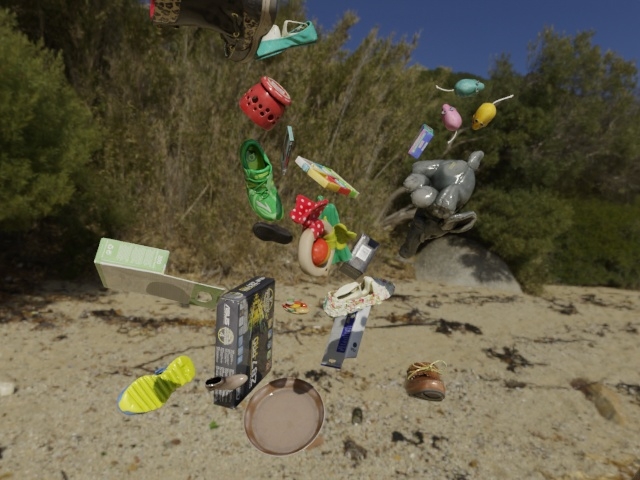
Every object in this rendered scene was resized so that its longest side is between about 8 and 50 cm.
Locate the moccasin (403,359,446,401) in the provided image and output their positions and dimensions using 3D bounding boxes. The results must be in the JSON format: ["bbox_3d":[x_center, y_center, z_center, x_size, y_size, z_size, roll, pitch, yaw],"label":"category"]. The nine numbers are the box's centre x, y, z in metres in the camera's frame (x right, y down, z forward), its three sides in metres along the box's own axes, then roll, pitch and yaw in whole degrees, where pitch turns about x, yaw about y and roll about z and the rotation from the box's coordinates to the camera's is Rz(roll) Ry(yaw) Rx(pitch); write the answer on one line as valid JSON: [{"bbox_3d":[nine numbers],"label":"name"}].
[{"bbox_3d":[0.387,0.507,1.589,0.139,0.147,0.380,8,-11,12],"label":"moccasin"}]

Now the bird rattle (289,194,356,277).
[{"bbox_3d":[0.000,0.000,1.195,0.143,0.207,0.253,8,-13,20],"label":"bird rattle"}]

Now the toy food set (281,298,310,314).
[{"bbox_3d":[-0.070,0.190,1.227,0.082,0.020,0.083,11,10,2],"label":"toy food set"}]

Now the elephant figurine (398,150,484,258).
[{"bbox_3d":[0.282,-0.074,1.033,0.186,0.169,0.239,6,-33,21],"label":"elephant figurine"}]

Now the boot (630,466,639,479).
[{"bbox_3d":[0.444,0.268,0.527,0.096,0.280,0.264,34,3,26],"label":"boot"}]

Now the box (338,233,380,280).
[{"bbox_3d":[0.169,0.075,1.874,0.093,0.156,0.158,32,-19,1],"label":"box"}]

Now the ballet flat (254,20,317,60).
[{"bbox_3d":[-0.119,-0.637,1.349,0.247,0.087,0.083,-30,34,-27],"label":"ballet flat"}]

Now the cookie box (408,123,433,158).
[{"bbox_3d":[0.332,-0.329,1.422,0.040,0.092,0.107,31,27,-2],"label":"cookie box"}]

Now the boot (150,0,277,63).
[{"bbox_3d":[-0.290,-0.581,1.118,0.284,0.138,0.377,-1,7,-24],"label":"boot"}]

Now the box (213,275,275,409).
[{"bbox_3d":[-0.273,0.357,1.583,0.097,0.395,0.318,8,10,18],"label":"box"}]

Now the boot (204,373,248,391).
[{"bbox_3d":[-0.284,0.422,1.284,0.118,0.042,0.087,-21,-30,-3],"label":"boot"}]

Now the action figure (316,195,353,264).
[{"bbox_3d":[0.021,-0.036,1.415,0.137,0.232,0.063,-15,19,-14],"label":"action figure"}]

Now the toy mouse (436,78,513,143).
[{"bbox_3d":[0.310,-0.298,0.941,0.143,0.161,0.031,41,18,2],"label":"toy mouse"}]

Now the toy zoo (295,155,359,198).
[{"bbox_3d":[0.019,-0.259,1.747,0.192,0.030,0.293,45,20,28],"label":"toy zoo"}]

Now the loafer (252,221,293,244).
[{"bbox_3d":[-0.225,-0.041,1.960,0.080,0.078,0.220,-44,-40,21],"label":"loafer"}]

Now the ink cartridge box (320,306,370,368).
[{"bbox_3d":[0.112,0.386,1.828,0.065,0.333,0.165,30,-21,-24],"label":"ink cartridge box"}]

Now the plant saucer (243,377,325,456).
[{"bbox_3d":[-0.135,0.670,1.630,0.310,0.050,0.310,-5,39,4],"label":"plant saucer"}]

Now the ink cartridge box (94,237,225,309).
[{"bbox_3d":[-0.315,0.074,0.865,0.235,0.056,0.171,13,-26,-16],"label":"ink cartridge box"}]

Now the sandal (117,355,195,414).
[{"bbox_3d":[-0.591,0.528,1.531,0.138,0.126,0.317,-30,-7,23],"label":"sandal"}]

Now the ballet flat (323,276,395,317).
[{"bbox_3d":[0.115,0.145,1.195,0.241,0.077,0.091,-19,33,-29],"label":"ballet flat"}]

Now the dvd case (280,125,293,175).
[{"bbox_3d":[-0.101,-0.267,1.278,0.013,0.119,0.087,5,40,-15],"label":"dvd case"}]

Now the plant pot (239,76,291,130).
[{"bbox_3d":[-0.241,-0.619,1.927,0.174,0.191,0.191,-43,-24,22],"label":"plant pot"}]

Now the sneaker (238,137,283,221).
[{"bbox_3d":[-0.208,-0.200,1.452,0.109,0.295,0.123,-21,6,-8],"label":"sneaker"}]
